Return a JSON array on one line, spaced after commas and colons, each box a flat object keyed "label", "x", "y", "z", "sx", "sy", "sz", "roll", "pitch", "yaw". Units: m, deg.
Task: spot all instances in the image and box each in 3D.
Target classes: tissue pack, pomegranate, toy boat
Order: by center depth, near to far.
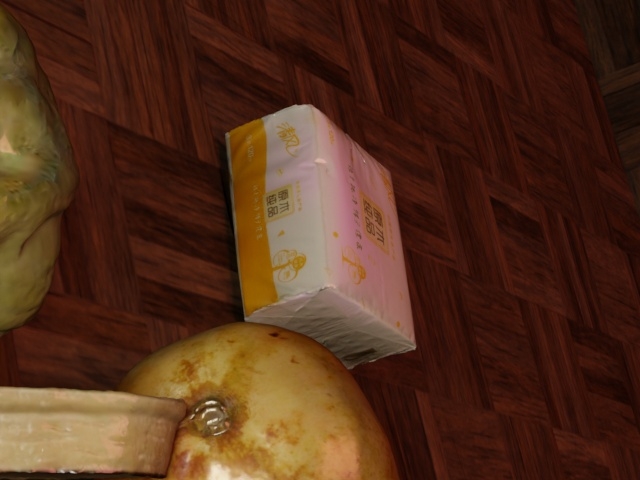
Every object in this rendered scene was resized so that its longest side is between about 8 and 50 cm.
[{"label": "toy boat", "x": -0.186, "y": 0.141, "z": 1.230, "sx": 0.188, "sy": 0.116, "sz": 0.061, "roll": 4, "pitch": 77, "yaw": -24}, {"label": "pomegranate", "x": -0.058, "y": 0.197, "z": 1.393, "sx": 0.252, "sy": 0.229, "sz": 0.270, "roll": 50, "pitch": -13, "yaw": 25}, {"label": "tissue pack", "x": 0.000, "y": 0.000, "z": 1.801, "sx": 0.185, "sy": 0.124, "sz": 0.225, "roll": 39, "pitch": 37, "yaw": -50}]

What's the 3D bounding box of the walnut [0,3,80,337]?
[{"label": "walnut", "x": -0.293, "y": -0.032, "z": 1.061, "sx": 0.253, "sy": 0.282, "sz": 0.277, "roll": 33, "pitch": 23, "yaw": 19}]
